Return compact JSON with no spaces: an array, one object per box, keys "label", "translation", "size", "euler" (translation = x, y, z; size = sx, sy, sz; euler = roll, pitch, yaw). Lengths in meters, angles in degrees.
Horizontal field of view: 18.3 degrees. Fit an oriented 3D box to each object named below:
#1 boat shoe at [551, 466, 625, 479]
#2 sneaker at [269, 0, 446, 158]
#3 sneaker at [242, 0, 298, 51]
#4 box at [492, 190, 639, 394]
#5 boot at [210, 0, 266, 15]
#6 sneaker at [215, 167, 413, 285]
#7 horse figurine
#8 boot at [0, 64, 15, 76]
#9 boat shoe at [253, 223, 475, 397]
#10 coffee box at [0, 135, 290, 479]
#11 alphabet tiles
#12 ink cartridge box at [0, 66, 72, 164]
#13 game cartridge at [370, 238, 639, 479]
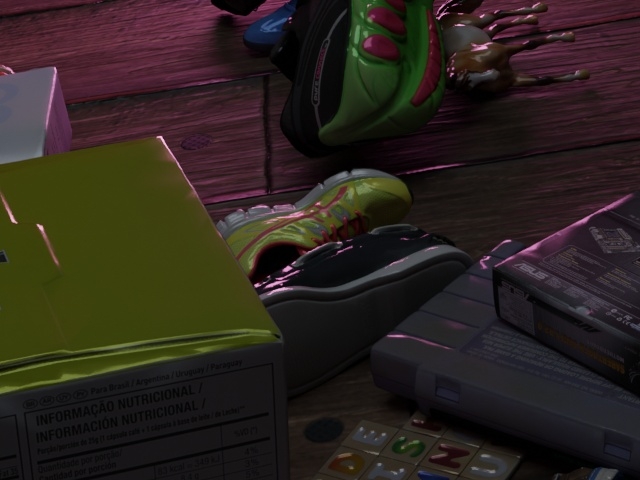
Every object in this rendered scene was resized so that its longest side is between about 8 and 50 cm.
[{"label":"boat shoe","translation":[0.180,0.239,1.547],"size":[0.066,0.066,0.183],"euler":[2,24,29]},{"label":"sneaker","translation":[0.037,-0.267,2.241],"size":[0.202,0.185,0.483],"euler":[-28,26,27]},{"label":"sneaker","translation":[-0.002,-0.294,2.433],"size":[0.209,0.082,0.069],"euler":[-19,34,-11]},{"label":"box","translation":[0.290,0.048,1.708],"size":[0.183,0.056,0.231],"euler":[-26,34,-29]},{"label":"boot","translation":[-0.066,-0.316,2.457],"size":[0.106,0.082,0.219],"euler":[-61,27,4]},{"label":"sneaker","translation":[0.000,0.000,1.974],"size":[0.208,0.081,0.094],"euler":[-21,40,-5]},{"label":"horse figurine","translation":[0.192,-0.227,2.282],"size":[0.174,0.066,0.263],"euler":[-11,32,-10]},{"label":"boot","translation":[-0.429,-0.153,2.363],"size":[0.158,0.059,0.084],"euler":[-24,36,-6]},{"label":"boat shoe","translation":[-0.002,0.064,1.840],"size":[0.302,0.114,0.091],"euler":[-14,30,-28]},{"label":"coffee box","translation":[-0.227,0.157,1.495],"size":[0.338,0.334,0.337],"euler":[-11,30,-15]},{"label":"alphabet tiles","translation":[0.080,0.217,1.655],"size":[0.198,0.009,0.237],"euler":[11,38,31]},{"label":"ink cartridge box","translation":[-0.414,-0.029,1.950],"size":[0.308,0.091,0.385],"euler":[-9,30,3]},{"label":"game cartridge","translation":[0.245,0.109,1.726],"size":[0.355,0.068,0.230],"euler":[17,42,37]}]
